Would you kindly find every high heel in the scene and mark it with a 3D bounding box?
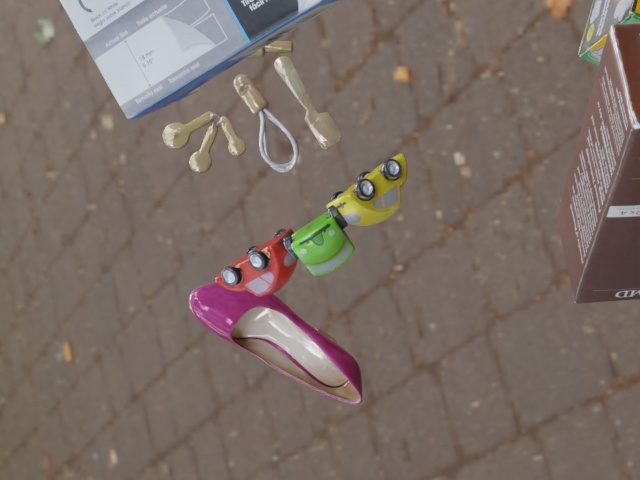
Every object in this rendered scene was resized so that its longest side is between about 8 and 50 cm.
[{"bbox_3d":[-0.052,0.131,1.725,0.082,0.244,0.117,-50,34,11],"label":"high heel"}]

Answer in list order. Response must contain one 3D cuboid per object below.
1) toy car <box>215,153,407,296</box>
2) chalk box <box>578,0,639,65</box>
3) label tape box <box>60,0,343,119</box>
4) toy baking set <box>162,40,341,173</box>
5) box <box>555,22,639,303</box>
[{"bbox_3d":[0.000,0.000,1.397,0.053,0.239,0.225,56,-177,-6],"label":"toy car"},{"bbox_3d":[0.467,-0.313,2.013,0.213,0.132,0.132,139,151,-69],"label":"chalk box"},{"bbox_3d":[-0.151,-0.314,1.281,0.240,0.106,0.334,-27,94,29],"label":"label tape box"},{"bbox_3d":[-0.101,-0.184,1.863,0.030,0.256,0.197,74,-166,-77],"label":"toy baking set"},{"bbox_3d":[0.390,-0.078,1.555,0.381,0.191,0.143,89,177,-61],"label":"box"}]
